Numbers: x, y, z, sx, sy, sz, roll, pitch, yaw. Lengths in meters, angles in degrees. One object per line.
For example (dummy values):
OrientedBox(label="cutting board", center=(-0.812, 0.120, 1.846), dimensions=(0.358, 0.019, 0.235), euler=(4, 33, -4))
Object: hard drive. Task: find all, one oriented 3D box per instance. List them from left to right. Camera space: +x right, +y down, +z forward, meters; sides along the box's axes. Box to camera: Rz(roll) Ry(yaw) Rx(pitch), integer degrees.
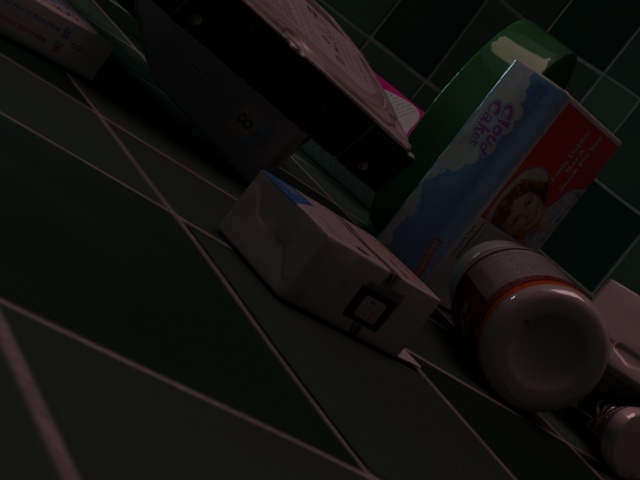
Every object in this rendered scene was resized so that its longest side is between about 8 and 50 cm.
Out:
OrientedBox(label="hard drive", center=(-0.057, -0.215, 1.358), dimensions=(0.339, 0.064, 0.237), euler=(38, 18, -33))

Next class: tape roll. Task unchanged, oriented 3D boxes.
OrientedBox(label="tape roll", center=(0.191, -0.125, 1.743), dimensions=(0.077, 0.321, 0.321), euler=(38, 8, 13))

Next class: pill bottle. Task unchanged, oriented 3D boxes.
OrientedBox(label="pill bottle", center=(0.193, 0.074, 1.352), dimensions=(0.121, 0.121, 0.221), euler=(36, 8, -13))

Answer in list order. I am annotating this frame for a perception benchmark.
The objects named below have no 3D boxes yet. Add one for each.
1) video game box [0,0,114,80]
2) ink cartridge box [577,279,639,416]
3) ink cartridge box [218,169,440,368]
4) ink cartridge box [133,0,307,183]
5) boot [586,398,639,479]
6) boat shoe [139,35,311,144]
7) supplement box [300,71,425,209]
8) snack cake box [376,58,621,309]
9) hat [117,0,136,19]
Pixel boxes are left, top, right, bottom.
OrientedBox(label="video game box", center=(-0.300, -0.236, 1.218), dimensions=(0.205, 0.048, 0.187), euler=(43, 7, 30))
OrientedBox(label="ink cartridge box", center=(0.344, 0.147, 1.463), dimensions=(0.148, 0.086, 0.203), euler=(34, -15, 26))
OrientedBox(label="ink cartridge box", center=(0.018, 0.025, 1.082), dimensions=(0.180, 0.060, 0.104), euler=(30, 11, -45))
OrientedBox(label="ink cartridge box", center=(-0.153, -0.254, 1.469), dimensions=(0.385, 0.091, 0.308), euler=(46, 15, -8))
OrientedBox(label="boot", center=(0.289, 0.189, 1.370), dimensions=(0.086, 0.069, 0.190), euler=(35, -3, 35))
OrientedBox(label="boat shoe", center=(-0.094, -0.213, 1.755), dimensions=(0.307, 0.110, 0.104), euler=(43, 10, 31))
OrientedBox(label="supplement box", center=(0.057, -0.152, 1.929), dimensions=(0.111, 0.114, 0.220), euler=(-22, 49, -33))
OrientedBox(label="snack cake box", center=(0.193, -0.049, 1.534), dimensions=(0.089, 0.264, 0.152), euler=(43, 9, 38))
OrientedBox(label="hat", center=(-0.284, -0.345, 1.510), dimensions=(0.331, 0.134, 0.331), euler=(60, 12, -22))
